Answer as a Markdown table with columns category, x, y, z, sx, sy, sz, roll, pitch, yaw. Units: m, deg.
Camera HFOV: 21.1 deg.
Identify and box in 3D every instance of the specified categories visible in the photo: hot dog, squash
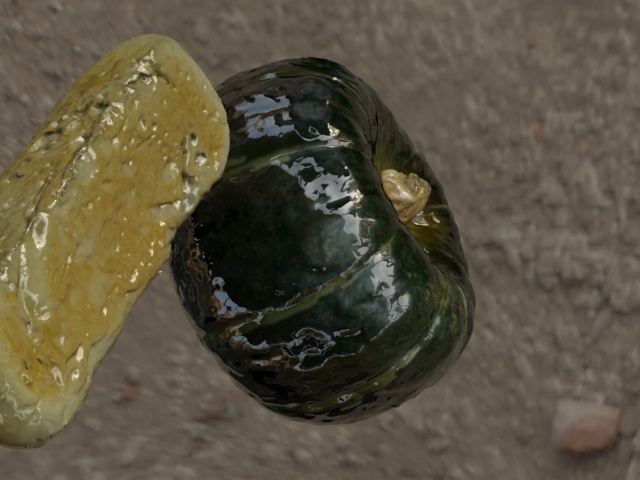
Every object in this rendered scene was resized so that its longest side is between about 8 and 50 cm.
| category | x | y | z | sx | sy | sz | roll | pitch | yaw |
| --- | --- | --- | --- | --- | --- | --- | --- | --- | --- |
| hot dog | -0.118 | -0.003 | 0.805 | 0.073 | 0.084 | 0.242 | -13 | 35 | 33 |
| squash | 0.000 | 0.000 | 1.154 | 0.165 | 0.252 | 0.252 | -23 | 75 | 23 |
